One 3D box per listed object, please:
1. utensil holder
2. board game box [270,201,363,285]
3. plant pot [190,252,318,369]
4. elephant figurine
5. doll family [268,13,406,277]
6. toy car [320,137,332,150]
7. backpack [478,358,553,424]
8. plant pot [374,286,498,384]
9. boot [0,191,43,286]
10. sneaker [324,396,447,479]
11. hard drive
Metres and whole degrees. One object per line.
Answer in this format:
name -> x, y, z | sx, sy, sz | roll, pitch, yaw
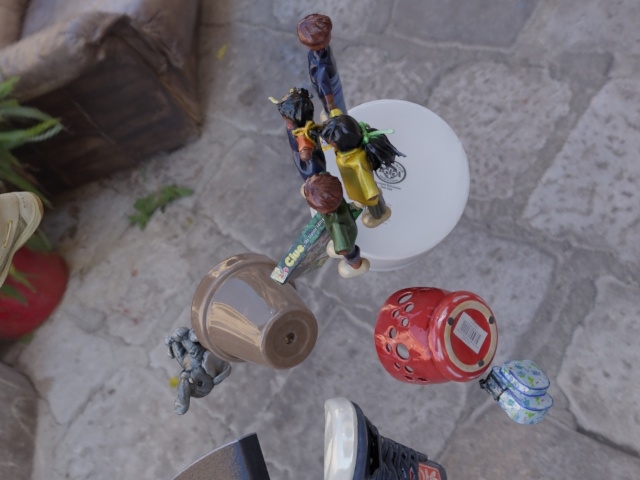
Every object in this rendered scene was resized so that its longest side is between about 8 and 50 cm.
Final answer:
utensil holder -> 0.134, -0.105, 1.714 | 0.327, 0.385, 0.328 | 0, 86, 2
board game box -> 0.000, 0.000, 1.368 | 0.030, 0.259, 0.136 | 36, 101, 8
plant pot -> -0.125, 0.182, 1.867 | 0.229, 0.263, 0.263 | 26, 78, 50
elephant figurine -> -0.335, 0.363, 2.285 | 0.186, 0.169, 0.239 | -15, 66, -14
doll family -> 0.007, -0.073, 0.581 | 0.076, 0.111, 0.193 | -26, 55, 0
toy car -> 0.050, -0.168, 1.462 | 0.122, 0.040, 0.060 | -6, 47, 16
backpack -> 0.372, 0.277, 1.533 | 0.114, 0.105, 0.084 | 57, 133, 40
plant pot -> 0.224, 0.183, 1.576 | 0.174, 0.191, 0.191 | -5, 57, 57
boot -> -0.629, 0.015, 1.448 | 0.095, 0.203, 0.262 | 45, 104, 20
sneaker -> 0.082, 0.284, 1.004 | 0.148, 0.350, 0.131 | -1, 60, 6
hard drive -> -0.194, 0.457, 1.431 | 0.254, 0.054, 0.172 | -38, 51, 20
